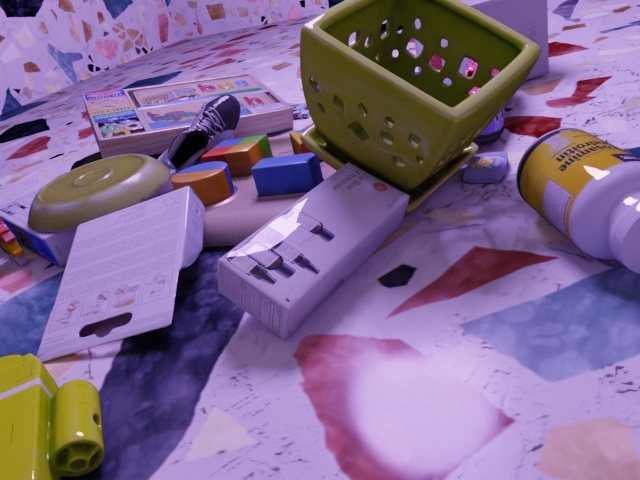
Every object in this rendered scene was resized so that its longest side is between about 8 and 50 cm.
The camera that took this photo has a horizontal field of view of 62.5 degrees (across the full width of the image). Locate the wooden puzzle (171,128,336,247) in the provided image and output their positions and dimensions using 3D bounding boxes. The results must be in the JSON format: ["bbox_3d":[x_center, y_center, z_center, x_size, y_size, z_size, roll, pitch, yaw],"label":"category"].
[{"bbox_3d":[-0.096,-0.115,0.871,0.322,0.080,0.347,-3,31,20],"label":"wooden puzzle"}]

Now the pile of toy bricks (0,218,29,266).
[{"bbox_3d":[-0.593,-0.005,0.886,0.212,0.105,0.118,15,41,42],"label":"pile of toy bricks"}]

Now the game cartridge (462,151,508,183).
[{"bbox_3d":[0.243,-0.108,0.767,0.056,0.017,0.083,5,35,25],"label":"game cartridge"}]

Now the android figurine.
[{"bbox_3d":[-0.316,0.197,0.456,0.248,0.056,0.273,-24,31,-16],"label":"android figurine"}]

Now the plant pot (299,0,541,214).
[{"bbox_3d":[0.114,-0.184,0.710,0.228,0.207,0.227,37,55,19],"label":"plant pot"}]

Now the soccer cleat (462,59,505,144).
[{"bbox_3d":[0.273,-0.261,0.904,0.109,0.116,0.318,11,37,21],"label":"soccer cleat"}]

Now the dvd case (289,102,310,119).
[{"bbox_3d":[-0.069,-0.308,1.264,0.120,0.013,0.087,-2,32,25],"label":"dvd case"}]

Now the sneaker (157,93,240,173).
[{"bbox_3d":[-0.215,-0.202,1.000,0.228,0.086,0.132,-55,17,-18],"label":"sneaker"}]

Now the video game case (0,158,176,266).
[{"bbox_3d":[-0.421,-0.065,0.956,0.270,0.061,0.244,16,42,42],"label":"video game case"}]

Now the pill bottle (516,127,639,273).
[{"bbox_3d":[0.288,-0.044,0.543,0.103,0.103,0.184,-15,29,-1],"label":"pill bottle"}]

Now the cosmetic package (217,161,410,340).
[{"bbox_3d":[0.000,0.000,0.613,0.099,0.060,0.239,33,49,19],"label":"cosmetic package"}]

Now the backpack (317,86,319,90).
[{"bbox_3d":[0.067,-0.308,1.098,0.152,0.115,0.182,-25,28,-13],"label":"backpack"}]

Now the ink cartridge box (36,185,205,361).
[{"bbox_3d":[-0.251,0.047,0.692,0.189,0.066,0.232,-17,51,11],"label":"ink cartridge box"}]

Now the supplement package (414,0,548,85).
[{"bbox_3d":[0.334,-0.450,1.152,0.175,0.177,0.293,-18,29,-4],"label":"supplement package"}]

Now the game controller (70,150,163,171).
[{"bbox_3d":[-0.416,-0.206,1.218,0.319,0.067,0.166,-28,17,-22],"label":"game controller"}]

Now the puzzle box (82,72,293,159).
[{"bbox_3d":[-0.298,-0.289,1.178,0.409,0.052,0.272,-16,38,-22],"label":"puzzle box"}]

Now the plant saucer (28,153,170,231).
[{"bbox_3d":[-0.374,-0.092,0.881,0.241,0.037,0.241,-11,30,7],"label":"plant saucer"}]
